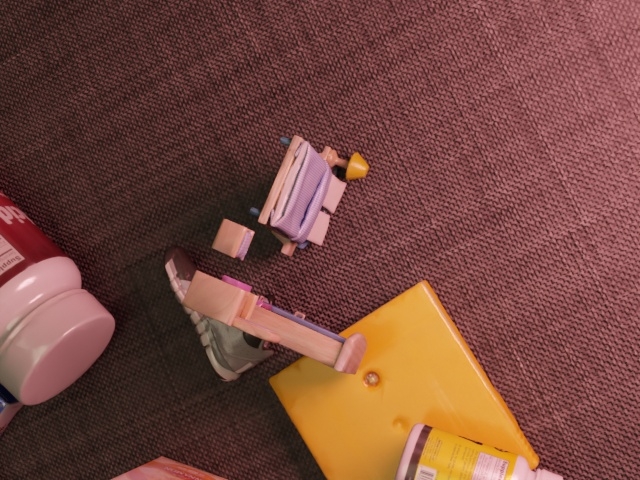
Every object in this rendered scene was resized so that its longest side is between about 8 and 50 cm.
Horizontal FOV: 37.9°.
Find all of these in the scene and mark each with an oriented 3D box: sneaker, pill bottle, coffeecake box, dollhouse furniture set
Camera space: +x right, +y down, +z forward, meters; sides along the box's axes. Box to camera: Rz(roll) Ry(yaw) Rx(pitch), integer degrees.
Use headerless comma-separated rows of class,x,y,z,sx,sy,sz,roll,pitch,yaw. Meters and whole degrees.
sneaker,-0.139,0.091,1.436,0.132,0.086,0.229,-27,92,10
pill bottle,-0.525,0.059,1.473,0.392,0.224,0.224,42,101,13
pill bottle,0.210,0.332,1.254,0.208,0.119,0.119,16,94,14
coffeecake box,-0.226,0.394,1.396,0.142,0.185,0.068,16,94,16
dollhouse furniture set,0.000,0.000,1.266,0.198,0.286,0.304,22,85,13

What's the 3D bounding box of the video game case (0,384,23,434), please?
video game case,-0.675,0.283,1.601,0.269,0.061,0.244,39,101,14

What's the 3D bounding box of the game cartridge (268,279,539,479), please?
game cartridge,0.121,0.267,1.367,0.285,0.052,0.324,-33,83,14
